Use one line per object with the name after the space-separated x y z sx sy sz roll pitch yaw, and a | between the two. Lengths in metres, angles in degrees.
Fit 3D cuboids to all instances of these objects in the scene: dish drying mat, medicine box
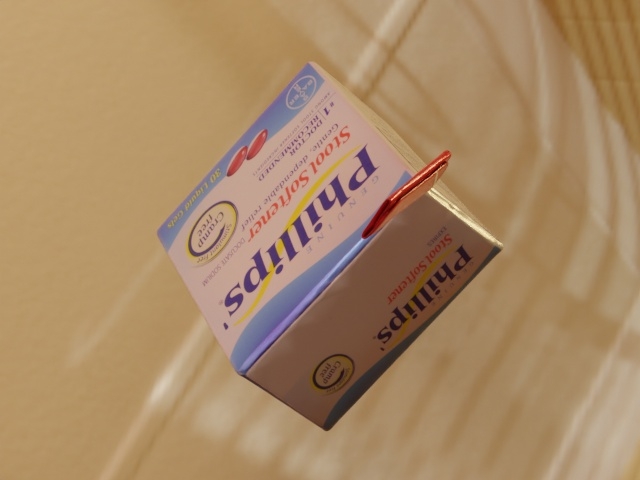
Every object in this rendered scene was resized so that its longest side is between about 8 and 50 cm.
0.051 -0.026 0.834 0.032 0.008 0.083 -55 -10 35 | dish drying mat
0.000 0.000 1.536 0.263 0.289 0.149 -47 -53 8 | medicine box
